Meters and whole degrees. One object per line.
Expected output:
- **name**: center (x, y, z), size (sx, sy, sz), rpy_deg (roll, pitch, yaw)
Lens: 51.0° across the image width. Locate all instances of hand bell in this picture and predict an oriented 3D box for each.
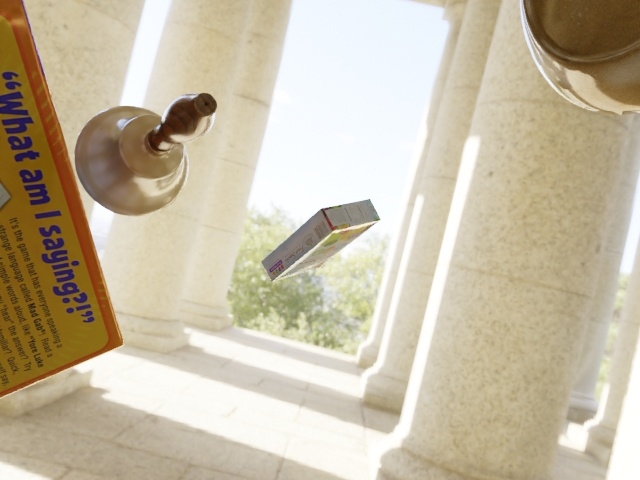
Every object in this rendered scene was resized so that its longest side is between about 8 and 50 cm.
- **hand bell**: center (-0.149, -0.100, 0.643), size (0.126, 0.126, 0.242), rpy_deg (15, -13, -28)

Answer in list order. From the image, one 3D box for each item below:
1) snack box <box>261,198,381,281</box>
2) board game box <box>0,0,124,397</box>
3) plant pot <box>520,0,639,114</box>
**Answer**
- **snack box**: center (0.000, 0.000, 0.892), size (0.100, 0.037, 0.141), rpy_deg (-12, -20, -47)
- **board game box**: center (-0.443, -0.058, 0.615), size (0.357, 0.356, 0.356), rpy_deg (-22, 40, -25)
- **plant pot**: center (0.198, -0.197, 0.413), size (0.033, 0.236, 0.236), rpy_deg (6, 1, -23)
